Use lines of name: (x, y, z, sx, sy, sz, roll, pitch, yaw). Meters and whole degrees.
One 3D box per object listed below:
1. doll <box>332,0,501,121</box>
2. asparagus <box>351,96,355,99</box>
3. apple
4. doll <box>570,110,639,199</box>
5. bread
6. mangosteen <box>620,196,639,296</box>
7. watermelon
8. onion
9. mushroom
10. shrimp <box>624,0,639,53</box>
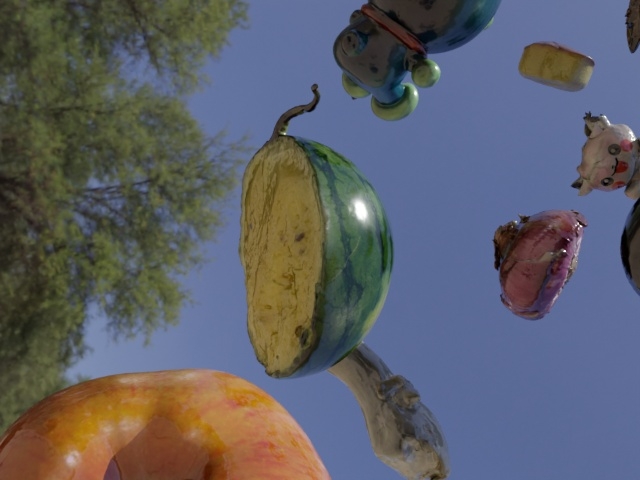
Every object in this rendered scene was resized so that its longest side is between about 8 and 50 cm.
doll: (0.142, -0.338, 1.061, 0.198, 0.186, 0.322, 40, -81, 31)
asparagus: (0.104, -0.386, 1.679, 0.036, 0.030, 0.165, 57, -37, 28)
apple: (-0.080, 0.161, 0.372, 0.209, 0.209, 0.164, 40, -28, 40)
doll: (0.531, -0.141, 1.267, 0.095, 0.192, 0.149, -88, -174, -60)
bread: (0.494, -0.358, 1.500, 0.125, 0.156, 0.086, -139, -116, -67)
mangosteen: (0.596, 0.001, 1.124, 0.288, 0.287, 0.233, 3, -50, 56)
watermelon: (-0.001, 0.008, 0.663, 0.204, 0.127, 0.232, 151, -60, -63)
onion: (0.397, 0.031, 1.374, 0.163, 0.230, 0.230, 27, -48, 15)
mushroom: (0.073, 0.210, 0.979, 0.278, 0.096, 0.099, 50, -24, 30)
shrimp: (0.372, -0.340, 0.906, 0.035, 0.148, 0.195, 27, -73, 64)
